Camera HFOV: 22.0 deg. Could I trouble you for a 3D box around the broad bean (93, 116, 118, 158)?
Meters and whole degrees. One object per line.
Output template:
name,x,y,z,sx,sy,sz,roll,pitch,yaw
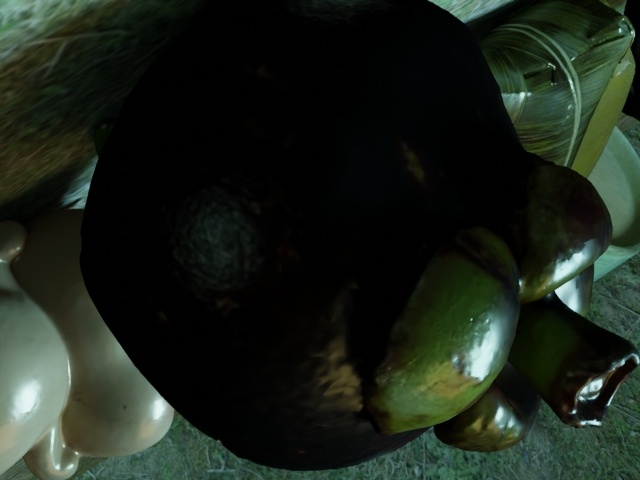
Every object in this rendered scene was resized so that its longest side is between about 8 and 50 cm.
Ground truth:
broad bean,-0.078,0.011,1.004,0.053,0.256,0.052,17,-124,38

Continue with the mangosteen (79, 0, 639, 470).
mangosteen,0.020,0.008,0.852,0.233,0.287,0.287,-37,174,5

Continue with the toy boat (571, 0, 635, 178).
toy boat,0.231,-0.142,1.609,0.089,0.121,0.321,-31,160,-16

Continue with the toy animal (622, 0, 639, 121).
toy animal,0.418,-0.207,1.492,0.251,0.251,0.310,-31,169,-18

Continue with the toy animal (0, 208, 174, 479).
toy animal,-0.174,0.067,1.008,0.198,0.171,0.171,-24,170,-40

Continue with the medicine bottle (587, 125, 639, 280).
medicine bottle,0.206,0.009,2.103,0.236,0.235,0.406,-26,170,-49

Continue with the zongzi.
zongzi,0.136,-0.077,1.384,0.241,0.111,0.247,-28,147,-39
